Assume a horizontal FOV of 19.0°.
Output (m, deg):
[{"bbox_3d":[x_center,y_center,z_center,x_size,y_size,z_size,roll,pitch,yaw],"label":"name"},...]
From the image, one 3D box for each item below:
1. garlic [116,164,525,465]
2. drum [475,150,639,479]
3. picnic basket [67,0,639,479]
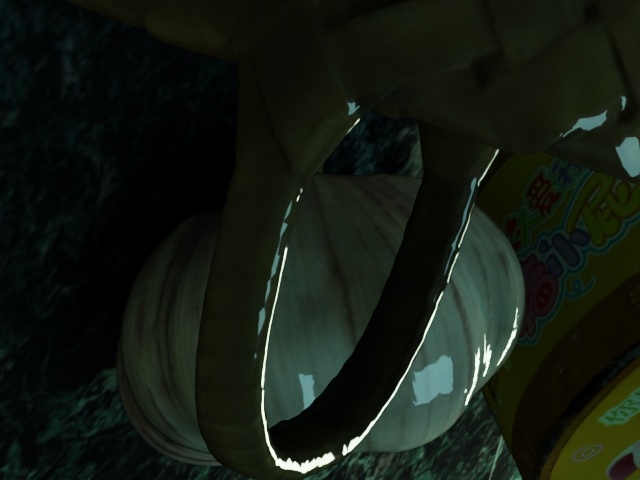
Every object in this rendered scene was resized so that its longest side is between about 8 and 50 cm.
[{"bbox_3d":[0.000,0.000,1.079,0.245,0.245,0.253,-8,92,-56],"label":"garlic"},{"bbox_3d":[0.299,0.021,1.351,0.431,0.214,0.431,-17,148,-11],"label":"drum"},{"bbox_3d":[0.028,-0.042,0.831,0.337,0.337,0.293,-59,165,11],"label":"picnic basket"}]
